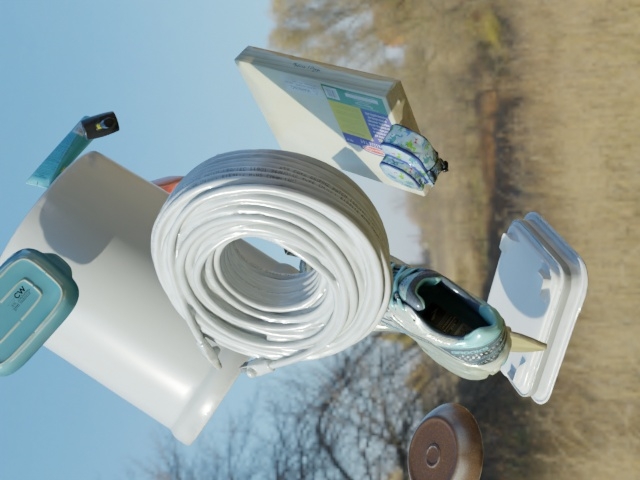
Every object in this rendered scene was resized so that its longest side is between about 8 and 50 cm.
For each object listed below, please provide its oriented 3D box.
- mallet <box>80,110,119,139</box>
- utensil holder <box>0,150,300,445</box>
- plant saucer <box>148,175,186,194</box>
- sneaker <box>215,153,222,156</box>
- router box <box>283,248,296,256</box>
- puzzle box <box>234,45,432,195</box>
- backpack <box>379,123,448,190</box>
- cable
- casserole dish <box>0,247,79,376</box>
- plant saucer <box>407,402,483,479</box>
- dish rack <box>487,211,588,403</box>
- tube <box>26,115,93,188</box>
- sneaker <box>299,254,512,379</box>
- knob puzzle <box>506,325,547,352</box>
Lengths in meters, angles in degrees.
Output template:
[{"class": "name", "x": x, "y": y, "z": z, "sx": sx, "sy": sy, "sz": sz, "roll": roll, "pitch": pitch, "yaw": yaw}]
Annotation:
[{"class": "mallet", "x": -0.345, "y": -0.192, "z": 1.553, "sx": 0.190, "sy": 0.062, "sz": 0.039, "roll": 7, "pitch": 116, "yaw": 65}, {"class": "utensil holder", "x": -0.277, "y": 0.083, "z": 1.510, "sx": 0.327, "sy": 0.385, "sz": 0.327, "roll": -56, "pitch": 2, "yaw": 3}, {"class": "plant saucer", "x": -0.414, "y": -0.034, "z": 2.032, "sx": 0.259, "sy": 0.048, "sz": 0.258, "roll": -23, "pitch": -27, "yaw": -56}, {"class": "sneaker", "x": -0.240, "y": -0.113, "z": 2.256, "sx": 0.232, "sy": 0.090, "sz": 0.115, "roll": -82, "pitch": 17, "yaw": -65}, {"class": "router box", "x": 0.000, "y": 0.000, "z": 1.888, "sx": 0.092, "sy": 0.123, "sz": 0.038, "roll": -47, "pitch": 41, "yaw": 42}, {"class": "puzzle box", "x": 0.030, "y": -0.244, "z": 1.915, "sx": 0.052, "sy": 0.409, "sz": 0.272, "roll": -50, "pitch": -41, "yaw": -22}, {"class": "backpack", "x": 0.157, "y": -0.146, "z": 1.690, "sx": 0.084, "sy": 0.105, "sz": 0.114, "roll": -56, "pitch": -34, "yaw": -12}, {"class": "cable", "x": -0.048, "y": 0.022, "z": 0.996, "sx": 0.257, "sy": 0.257, "sz": 0.089, "roll": 62, "pitch": -151, "yaw": -33}, {"class": "casserole dish", "x": -0.409, "y": 0.095, "z": 1.264, "sx": 0.188, "sy": 0.114, "sz": 0.037, "roll": -49, "pitch": 2, "yaw": -8}, {"class": "plant saucer", "x": 0.214, "y": 0.390, "z": 1.712, "sx": 0.199, "sy": 0.036, "sz": 0.198, "roll": -32, "pitch": 50, "yaw": 49}, {"class": "dish rack", "x": 0.413, "y": 0.134, "z": 1.933, "sx": 0.285, "sy": 0.072, "sz": 0.332, "roll": -118, "pitch": 33, "yaw": -58}, {"class": "tube", "x": -0.580, "y": -0.198, "z": 2.161, "sx": 0.207, "sy": 0.080, "sz": 0.052, "roll": -55, "pitch": -46, "yaw": -28}, {"class": "sneaker", "x": 0.102, "y": 0.061, "z": 1.153, "sx": 0.110, "sy": 0.283, "sz": 0.122, "roll": -61, "pitch": -18, "yaw": -20}, {"class": "knob puzzle", "x": 0.297, "y": 0.161, "z": 1.654, "sx": 0.213, "sy": 0.213, "sz": 0.030, "roll": 64, "pitch": -143, "yaw": -72}]
